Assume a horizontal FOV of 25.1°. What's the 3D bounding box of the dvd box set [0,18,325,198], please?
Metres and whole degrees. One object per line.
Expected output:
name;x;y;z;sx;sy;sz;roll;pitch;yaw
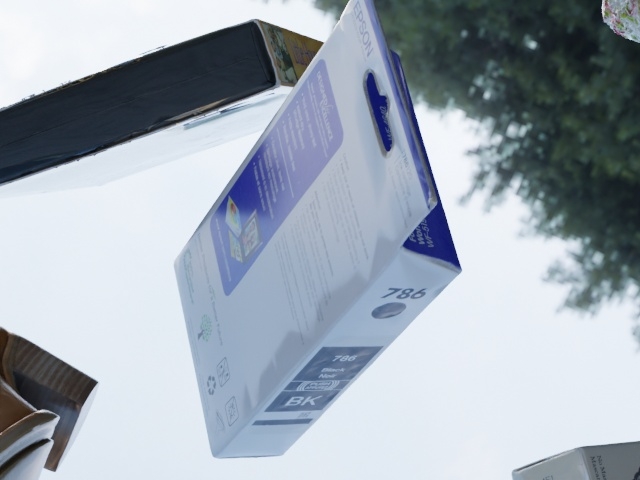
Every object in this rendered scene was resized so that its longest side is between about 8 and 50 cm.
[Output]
dvd box set;-0.145;-0.113;1.313;0.307;0.062;0.420;-19;-179;11

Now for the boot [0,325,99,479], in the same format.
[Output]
boot;-0.271;0.097;0.905;0.220;0.109;0.283;23;-164;-1

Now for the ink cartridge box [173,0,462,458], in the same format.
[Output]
ink cartridge box;0.000;0.000;0.925;0.065;0.333;0.165;2;-121;-27

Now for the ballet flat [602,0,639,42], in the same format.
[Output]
ballet flat;0.348;-0.203;1.222;0.241;0.091;0.077;8;-175;29

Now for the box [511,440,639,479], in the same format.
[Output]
box;0.306;0.234;1.270;0.275;0.094;0.113;0;-111;-37
